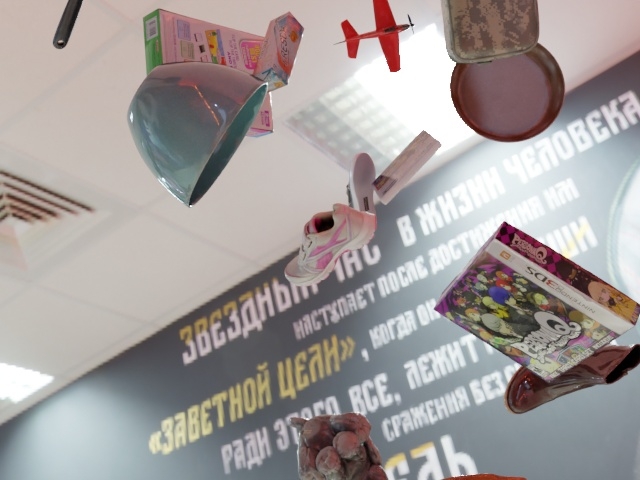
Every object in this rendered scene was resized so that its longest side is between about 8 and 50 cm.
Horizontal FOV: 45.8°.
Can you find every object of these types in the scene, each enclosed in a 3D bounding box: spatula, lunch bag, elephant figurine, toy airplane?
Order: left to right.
[{"bbox_3d":[-0.452,-0.484,1.448,0.084,0.030,0.296,6,-43,-39],"label":"spatula"},{"bbox_3d":[0.066,0.445,1.443,0.169,0.186,0.239,-28,-60,23],"label":"elephant figurine"},{"bbox_3d":[0.097,-0.370,1.351,0.151,0.151,0.028,-10,8,-7],"label":"toy airplane"},{"bbox_3d":[0.377,-0.567,1.766,0.212,0.305,0.256,-9,10,3],"label":"lunch bag"}]

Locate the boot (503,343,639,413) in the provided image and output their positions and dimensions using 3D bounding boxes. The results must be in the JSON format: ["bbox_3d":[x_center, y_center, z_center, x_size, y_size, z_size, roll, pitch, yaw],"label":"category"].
[{"bbox_3d":[0.512,0.277,1.554,0.248,0.090,0.207,-32,3,-18],"label":"boot"}]

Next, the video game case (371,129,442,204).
[{"bbox_3d":[0.214,-0.188,1.911,0.023,0.183,0.201,40,-80,-14],"label":"video game case"}]

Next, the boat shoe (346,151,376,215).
[{"bbox_3d":[0.104,-0.129,2.058,0.080,0.076,0.228,-22,-66,-30],"label":"boat shoe"}]

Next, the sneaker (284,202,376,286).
[{"bbox_3d":[0.000,0.000,1.648,0.111,0.103,0.252,35,-61,-25],"label":"sneaker"}]

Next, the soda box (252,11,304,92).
[{"bbox_3d":[-0.092,-0.414,1.666,0.063,0.183,0.058,-15,-41,36],"label":"soda box"}]

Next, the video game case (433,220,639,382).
[{"bbox_3d":[0.292,0.094,1.063,0.210,0.042,0.232,33,-31,4],"label":"video game case"}]

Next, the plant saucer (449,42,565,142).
[{"bbox_3d":[0.504,-0.410,2.067,0.310,0.311,0.050,-14,-9,-1],"label":"plant saucer"}]

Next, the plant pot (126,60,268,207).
[{"bbox_3d":[-0.262,-0.238,1.494,0.195,0.290,0.290,33,-43,-2],"label":"plant pot"}]

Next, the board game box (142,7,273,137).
[{"bbox_3d":[-0.250,-0.374,1.742,0.064,0.242,0.316,-9,-7,43],"label":"board game box"}]

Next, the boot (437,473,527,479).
[{"bbox_3d":[0.266,0.416,0.879,0.264,0.280,0.096,11,-48,-22],"label":"boot"}]
